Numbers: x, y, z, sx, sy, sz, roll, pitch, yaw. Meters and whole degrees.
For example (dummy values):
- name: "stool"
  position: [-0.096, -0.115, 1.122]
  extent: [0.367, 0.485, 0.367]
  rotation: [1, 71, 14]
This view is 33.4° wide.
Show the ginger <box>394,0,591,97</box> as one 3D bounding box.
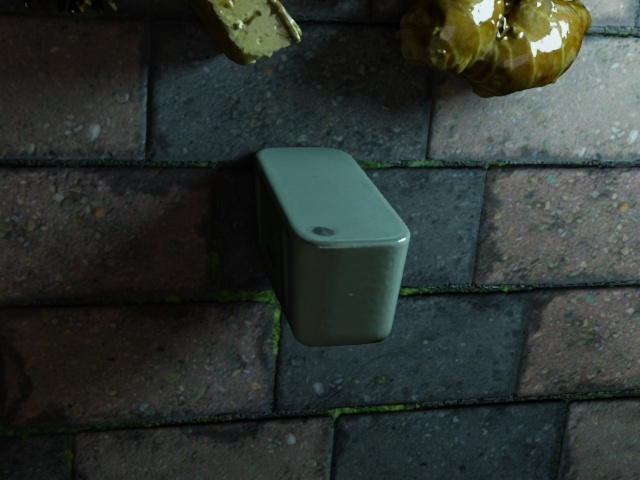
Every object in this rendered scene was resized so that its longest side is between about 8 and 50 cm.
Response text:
- name: "ginger"
  position: [0.305, -0.381, 1.795]
  extent: [0.357, 0.152, 0.274]
  rotation: [15, 86, -21]

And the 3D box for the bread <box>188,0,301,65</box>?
- name: "bread"
  position: [-0.157, -0.406, 1.632]
  extent: [0.114, 0.185, 0.274]
  rotation: [-39, 115, -5]

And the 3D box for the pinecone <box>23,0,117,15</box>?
- name: "pinecone"
  position: [-0.378, -0.421, 1.569]
  extent: [0.212, 0.185, 0.168]
  rotation: [4, 125, 0]

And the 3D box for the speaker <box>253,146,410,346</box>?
- name: "speaker"
  position: [0.000, 0.000, 1.711]
  extent: [0.183, 0.406, 0.184]
  rotation: [-2, 115, -14]
